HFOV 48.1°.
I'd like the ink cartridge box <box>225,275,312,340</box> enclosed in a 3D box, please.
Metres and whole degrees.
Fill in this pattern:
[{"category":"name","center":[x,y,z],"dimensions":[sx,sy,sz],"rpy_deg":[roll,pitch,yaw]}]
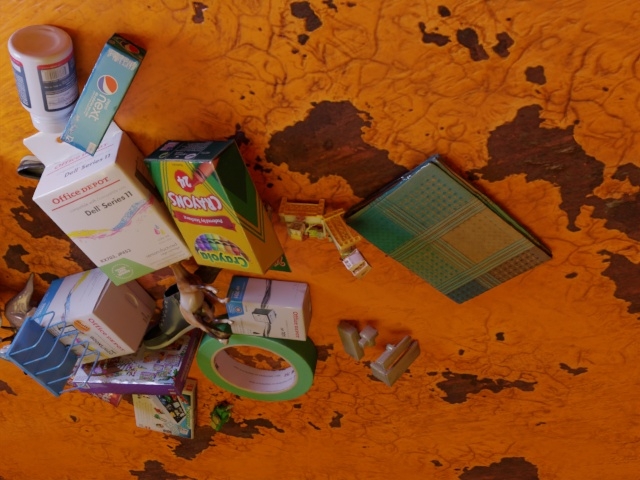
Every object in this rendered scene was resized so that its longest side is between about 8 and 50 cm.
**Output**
[{"category":"ink cartridge box","center":[-0.124,0.166,1.747],"dimensions":[0.190,0.082,0.140],"rpy_deg":[6,138,10]}]

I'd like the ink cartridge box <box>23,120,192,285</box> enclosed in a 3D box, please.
[{"category":"ink cartridge box","center":[-0.439,-0.084,1.490],"dimensions":[0.207,0.119,0.353],"rpy_deg":[-22,129,15]}]

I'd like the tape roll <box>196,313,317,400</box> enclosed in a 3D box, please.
[{"category":"tape roll","center":[-0.169,0.318,1.929],"dimensions":[0.321,0.077,0.321],"rpy_deg":[7,137,6]}]

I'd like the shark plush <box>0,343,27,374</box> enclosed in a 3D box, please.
[{"category":"shark plush","center":[-0.771,0.328,1.897],"dimensions":[0.073,0.067,0.161],"rpy_deg":[-26,114,34]}]

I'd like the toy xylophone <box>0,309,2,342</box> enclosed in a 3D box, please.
[{"category":"toy xylophone","center":[-0.893,0.134,1.810],"dimensions":[0.081,0.236,0.323],"rpy_deg":[-22,132,-10]}]

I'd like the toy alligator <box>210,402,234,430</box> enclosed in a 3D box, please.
[{"category":"toy alligator","center":[-0.308,0.530,2.218],"dimensions":[0.051,0.056,0.190],"rpy_deg":[50,141,19]}]

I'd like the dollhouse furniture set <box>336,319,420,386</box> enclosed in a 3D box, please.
[{"category":"dollhouse furniture set","center":[0.149,0.253,1.817],"dimensions":[0.151,0.123,0.144],"rpy_deg":[29,151,37]}]

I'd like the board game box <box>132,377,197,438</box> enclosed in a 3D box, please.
[{"category":"board game box","center":[-0.482,0.510,2.233],"dimensions":[0.192,0.053,0.305],"rpy_deg":[13,139,1]}]

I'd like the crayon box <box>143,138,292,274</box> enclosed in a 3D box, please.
[{"category":"crayon box","center":[-0.201,-0.046,1.444],"dimensions":[0.202,0.081,0.319],"rpy_deg":[5,131,39]}]

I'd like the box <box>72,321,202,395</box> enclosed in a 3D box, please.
[{"category":"box","center":[-0.480,0.309,1.900],"dimensions":[0.293,0.201,0.057],"rpy_deg":[-1,136,15]}]

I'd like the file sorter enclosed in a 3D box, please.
[{"category":"file sorter","center":[-0.625,0.265,1.699],"dimensions":[0.104,0.118,0.170],"rpy_deg":[-20,126,26]}]

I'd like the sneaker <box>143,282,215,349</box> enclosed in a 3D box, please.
[{"category":"sneaker","center":[-0.389,0.187,1.830],"dimensions":[0.222,0.083,0.118],"rpy_deg":[-31,119,16]}]

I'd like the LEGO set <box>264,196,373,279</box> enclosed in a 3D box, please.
[{"category":"LEGO set","center":[0.000,0.000,1.496],"dimensions":[0.286,0.132,0.107],"rpy_deg":[23,148,23]}]

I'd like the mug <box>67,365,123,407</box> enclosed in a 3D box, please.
[{"category":"mug","center":[-0.665,0.423,2.141],"dimensions":[0.169,0.113,0.150],"rpy_deg":[23,136,-7]}]

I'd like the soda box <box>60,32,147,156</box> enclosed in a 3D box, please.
[{"category":"soda box","center":[-0.392,-0.262,1.298],"dimensions":[0.067,0.071,0.210],"rpy_deg":[28,115,-18]}]

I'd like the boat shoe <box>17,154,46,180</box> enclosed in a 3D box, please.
[{"category":"boat shoe","center":[-0.572,-0.144,1.537],"dimensions":[0.152,0.049,0.056],"rpy_deg":[6,137,6]}]

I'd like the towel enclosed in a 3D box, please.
[{"category":"towel","center":[0.264,-0.010,1.494],"dimensions":[0.370,0.040,0.271],"rpy_deg":[34,135,-25]}]

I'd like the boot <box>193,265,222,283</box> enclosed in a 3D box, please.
[{"category":"boot","center":[-0.281,0.057,1.702],"dimensions":[0.106,0.037,0.114],"rpy_deg":[31,140,-17]}]

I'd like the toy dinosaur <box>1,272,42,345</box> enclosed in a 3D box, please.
[{"category":"toy dinosaur","center":[-0.793,0.217,1.942],"dimensions":[0.200,0.127,0.296],"rpy_deg":[8,133,15]}]

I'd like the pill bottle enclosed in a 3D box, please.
[{"category":"pill bottle","center":[-0.501,-0.290,1.316],"dimensions":[0.107,0.108,0.180],"rpy_deg":[13,138,0]}]

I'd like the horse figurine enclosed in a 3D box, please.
[{"category":"horse figurine","center":[-0.284,0.148,1.710],"dimensions":[0.174,0.066,0.263],"rpy_deg":[23,139,28]}]

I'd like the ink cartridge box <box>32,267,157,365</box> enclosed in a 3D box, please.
[{"category":"ink cartridge box","center":[-0.572,0.190,1.814],"dimensions":[0.232,0.168,0.171],"rpy_deg":[-15,130,27]}]
